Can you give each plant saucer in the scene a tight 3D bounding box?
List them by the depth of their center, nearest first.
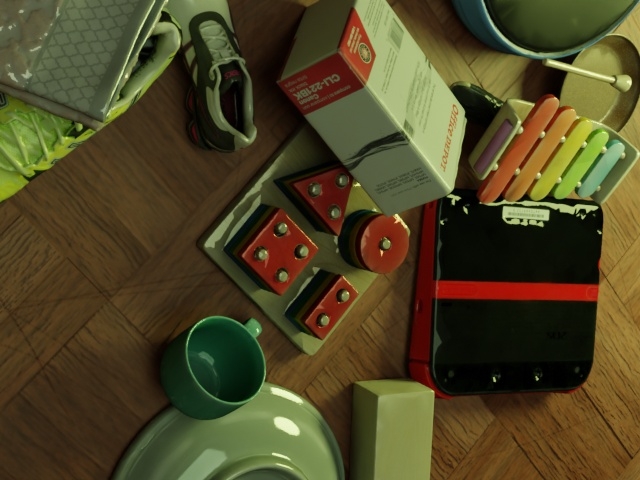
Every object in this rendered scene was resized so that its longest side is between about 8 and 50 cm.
[{"bbox_3d":[-0.115,0.406,1.533,0.400,0.100,0.401,-5,100,-30],"label":"plant saucer"},{"bbox_3d":[0.466,-0.255,1.805,0.198,0.036,0.199,-15,119,-30],"label":"plant saucer"}]

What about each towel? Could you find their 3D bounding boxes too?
[{"bbox_3d":[-0.326,-0.327,1.218,0.316,0.053,0.332,24,71,-8],"label":"towel"}]

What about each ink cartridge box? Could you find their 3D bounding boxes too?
[{"bbox_3d":[0.081,-0.199,1.498,0.273,0.114,0.197,48,38,-27],"label":"ink cartridge box"}]

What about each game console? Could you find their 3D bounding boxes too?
[{"bbox_3d":[0.318,0.092,1.784,0.386,0.060,0.342,3,90,-33],"label":"game console"}]

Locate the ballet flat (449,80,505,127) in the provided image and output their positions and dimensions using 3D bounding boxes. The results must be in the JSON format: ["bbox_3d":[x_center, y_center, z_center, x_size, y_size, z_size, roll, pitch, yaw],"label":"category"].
[{"bbox_3d":[0.268,-0.213,1.709,0.173,0.057,0.049,24,45,-33],"label":"ballet flat"}]

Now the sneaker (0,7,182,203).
[{"bbox_3d":[-0.328,-0.170,1.281,0.385,0.147,0.145,-48,120,-15],"label":"sneaker"}]

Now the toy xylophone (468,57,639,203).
[{"bbox_3d":[0.381,-0.165,1.702,0.322,0.081,0.236,0,130,-32],"label":"toy xylophone"}]

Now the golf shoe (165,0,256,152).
[{"bbox_3d":[-0.137,-0.250,1.403,0.105,0.120,0.273,-23,108,-25],"label":"golf shoe"}]

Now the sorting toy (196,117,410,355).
[{"bbox_3d":[0.000,0.000,1.544,0.255,0.089,0.257,-50,119,-15],"label":"sorting toy"}]

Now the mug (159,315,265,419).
[{"bbox_3d":[-0.145,0.180,1.468,0.157,0.097,0.130,0,64,-43],"label":"mug"}]

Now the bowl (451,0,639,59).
[{"bbox_3d":[0.374,-0.461,1.625,0.391,0.077,0.391,-15,126,-22],"label":"bowl"}]

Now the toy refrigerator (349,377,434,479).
[{"bbox_3d":[0.106,0.357,1.668,0.102,0.094,0.270,-2,98,-25],"label":"toy refrigerator"}]
